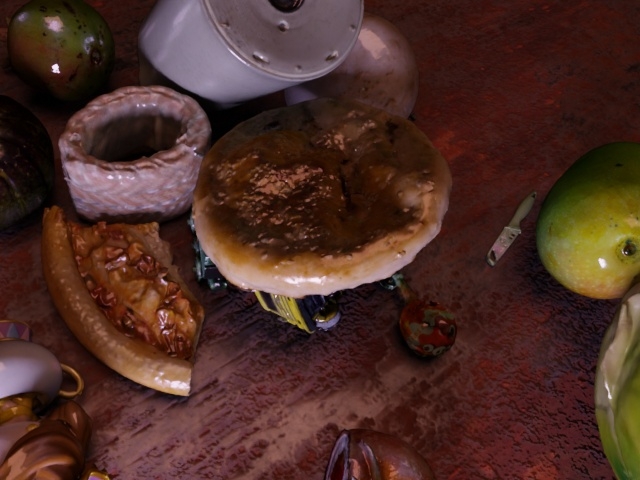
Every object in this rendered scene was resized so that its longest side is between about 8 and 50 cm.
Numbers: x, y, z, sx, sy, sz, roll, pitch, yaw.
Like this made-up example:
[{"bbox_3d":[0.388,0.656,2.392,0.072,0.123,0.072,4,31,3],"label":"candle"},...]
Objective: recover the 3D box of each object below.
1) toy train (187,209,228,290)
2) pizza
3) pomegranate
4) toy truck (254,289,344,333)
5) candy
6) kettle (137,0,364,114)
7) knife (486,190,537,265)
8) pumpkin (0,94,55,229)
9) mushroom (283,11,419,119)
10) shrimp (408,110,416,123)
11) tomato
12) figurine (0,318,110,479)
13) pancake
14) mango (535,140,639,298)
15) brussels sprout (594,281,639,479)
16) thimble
[{"bbox_3d":[-0.161,-0.012,0.935,0.071,0.111,0.170,-2,56,-17],"label":"toy train"},{"bbox_3d":[-0.278,0.069,0.877,0.182,0.073,0.365,-31,67,-18],"label":"pizza"},{"bbox_3d":[-0.473,-0.336,1.074,0.224,0.181,0.181,10,51,22],"label":"pomegranate"},{"bbox_3d":[0.000,0.000,0.943,0.157,0.124,0.272,13,49,37],"label":"toy truck"},{"bbox_3d":[0.124,0.057,0.972,0.078,0.084,0.287,-14,52,-15],"label":"candy"},{"bbox_3d":[-0.103,-0.374,0.998,0.361,0.377,0.250,-47,112,-22],"label":"kettle"},{"bbox_3d":[0.347,-0.025,1.101,0.030,0.014,0.207,34,58,14],"label":"knife"},{"bbox_3d":[-0.518,-0.122,0.912,0.238,0.159,0.237,5,60,-9],"label":"pumpkin"},{"bbox_3d":[0.062,-0.289,1.127,0.244,0.243,0.243,5,55,-7],"label":"mushroom"},{"bbox_3d":[0.153,-0.193,1.154,0.065,0.056,0.165,6,57,-15],"label":"shrimp"},{"bbox_3d":[0.076,0.334,0.703,0.155,0.180,0.213,14,58,-7],"label":"tomato"},{"bbox_3d":[-0.349,0.226,0.718,0.190,0.142,0.263,-7,55,-43],"label":"figurine"},{"bbox_3d":[-0.001,-0.085,0.869,0.387,0.082,0.386,-3,48,4],"label":"pancake"},{"bbox_3d":[0.471,-0.045,1.021,0.201,0.225,0.382,28,36,4],"label":"mango"},{"bbox_3d":[0.530,0.224,0.775,0.425,0.342,0.361,32,88,-29],"label":"brussels sprout"},{"bbox_3d":[-0.287,-0.135,0.975,0.229,0.148,0.195,-11,58,-20],"label":"thimble"}]
